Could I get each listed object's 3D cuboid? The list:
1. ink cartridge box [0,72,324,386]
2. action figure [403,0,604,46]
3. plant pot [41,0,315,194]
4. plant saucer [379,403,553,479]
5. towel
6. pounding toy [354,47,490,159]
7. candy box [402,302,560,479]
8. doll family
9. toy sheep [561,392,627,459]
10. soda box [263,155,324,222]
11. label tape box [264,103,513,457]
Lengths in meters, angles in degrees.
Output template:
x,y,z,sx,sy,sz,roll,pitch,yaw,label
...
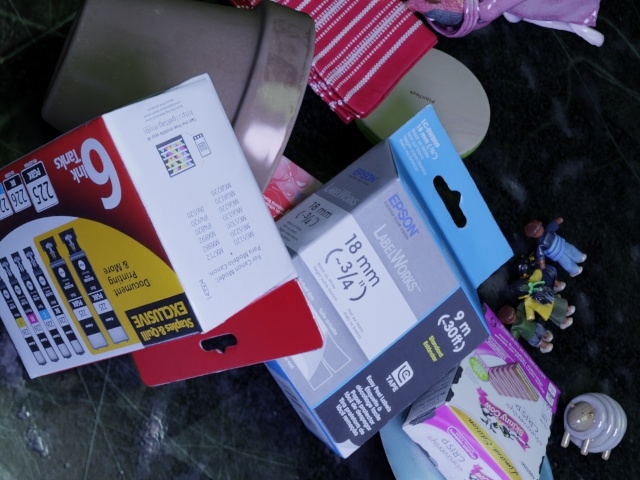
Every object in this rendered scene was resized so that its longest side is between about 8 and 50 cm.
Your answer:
x,y,z,sx,sy,sz,roll,pitch,yaw,label
-0.180,0.026,1.208,0.130,0.309,0.271,-30,98,-41,ink cartridge box
0.223,-0.361,1.788,0.370,0.248,0.275,-35,134,-36,action figure
-0.159,-0.156,1.342,0.229,0.263,0.263,21,64,-16,plant pot
0.191,0.257,1.566,0.318,0.044,0.317,35,35,-29,plant saucer
0.005,-0.293,1.591,0.275,0.031,0.199,46,56,-3,towel
0.097,-0.168,1.661,0.183,0.110,0.237,-35,72,-31,pounding toy
0.196,0.199,1.518,0.159,0.071,0.233,49,31,-10,candy box
0.304,0.056,1.781,0.111,0.076,0.193,33,53,-25,doll family
0.382,0.255,1.782,0.132,0.091,0.091,20,65,-51,toy sheep
0.000,0.000,1.523,0.263,0.083,0.092,34,58,-30,soda box
0.075,0.042,1.447,0.334,0.106,0.240,-39,117,-12,label tape box
